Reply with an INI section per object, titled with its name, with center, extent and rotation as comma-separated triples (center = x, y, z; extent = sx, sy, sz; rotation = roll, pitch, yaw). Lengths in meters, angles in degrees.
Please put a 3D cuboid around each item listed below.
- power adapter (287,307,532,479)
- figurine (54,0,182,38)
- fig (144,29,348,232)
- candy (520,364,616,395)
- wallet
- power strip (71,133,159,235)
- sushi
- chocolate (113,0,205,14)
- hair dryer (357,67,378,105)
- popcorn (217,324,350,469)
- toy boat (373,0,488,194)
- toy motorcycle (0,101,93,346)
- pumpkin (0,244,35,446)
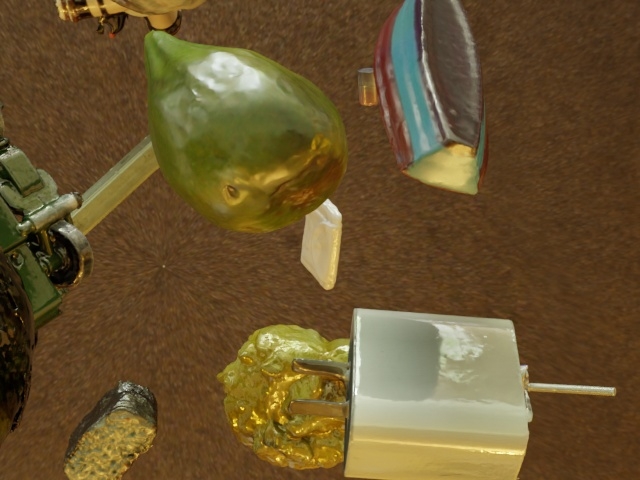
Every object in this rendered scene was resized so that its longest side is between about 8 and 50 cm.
[power adapter]
center = 0.092, 0.174, 1.029
extent = 0.255, 0.187, 0.124
rotation = 3, 131, 0
[figurine]
center = -0.364, -0.540, 1.647
extent = 0.320, 0.196, 0.323
rotation = -3, 76, -45
[fig]
center = -0.088, -0.095, 0.831
extent = 0.234, 0.167, 0.167
rotation = 17, 85, 18
[candy]
center = 0.371, 0.277, 1.712
extent = 0.124, 0.365, 0.124
rotation = 5, 83, -52
[wallet]
center = 0.000, 0.000, 1.813
extent = 0.032, 0.124, 0.182
rotation = -14, 130, -26
[power strip]
center = -0.377, -0.103, 1.690
extent = 0.272, 0.078, 0.052
rotation = -44, 111, -7
[sushi]
center = -0.409, 0.378, 1.786
extent = 0.124, 0.127, 0.225
rotation = 35, 110, -19
[chocolate]
center = -0.223, -0.423, 1.240
extent = 0.303, 0.303, 0.213
rotation = 7, 126, -9
[hair dryer]
center = 0.092, -0.295, 1.700
extent = 0.037, 0.114, 0.063
rotation = 0, 113, 7
[popcorn]
center = -0.023, 0.227, 1.400
extent = 0.266, 0.192, 0.233
rotation = -25, 93, 25
[toy boat]
center = 0.130, -0.202, 1.039
extent = 0.136, 0.079, 0.392
rotation = 16, 43, -13
[toy motorcycle]
center = -0.350, -0.009, 0.929
extent = 0.275, 0.127, 0.205
rotation = 57, 39, -7
[pumpkin]
center = -0.370, 0.074, 0.653
extent = 0.321, 0.192, 0.320
rotation = 5, 55, -8
